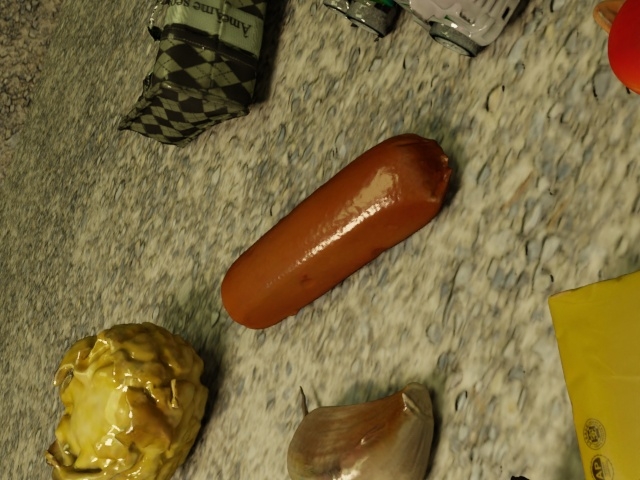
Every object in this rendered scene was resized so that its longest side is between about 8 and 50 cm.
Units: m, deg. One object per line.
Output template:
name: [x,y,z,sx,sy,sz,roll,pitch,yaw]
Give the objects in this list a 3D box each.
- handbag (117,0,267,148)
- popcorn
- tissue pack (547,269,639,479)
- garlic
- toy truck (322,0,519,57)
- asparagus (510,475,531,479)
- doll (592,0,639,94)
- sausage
handbag: [-0.198,-0.378,1.096,0.317,0.180,0.415,-10,69,62]
popcorn: [-0.264,0.224,0.913,0.250,0.190,0.250,-28,49,38]
tissue pack: [0.232,0.102,0.440,0.120,0.082,0.169,-26,56,41]
garlic: [0.024,0.205,0.667,0.198,0.091,0.128,-21,45,52]
toy truck: [0.068,-0.330,0.740,0.363,0.178,0.176,40,107,47]
asparagus: [0.157,0.337,0.440,0.082,0.085,0.342,-17,65,50]
doll: [0.292,-0.178,0.485,0.183,0.085,0.217,-7,53,47]
sausage: [0.000,0.000,0.753,0.348,0.094,0.097,-38,53,35]
